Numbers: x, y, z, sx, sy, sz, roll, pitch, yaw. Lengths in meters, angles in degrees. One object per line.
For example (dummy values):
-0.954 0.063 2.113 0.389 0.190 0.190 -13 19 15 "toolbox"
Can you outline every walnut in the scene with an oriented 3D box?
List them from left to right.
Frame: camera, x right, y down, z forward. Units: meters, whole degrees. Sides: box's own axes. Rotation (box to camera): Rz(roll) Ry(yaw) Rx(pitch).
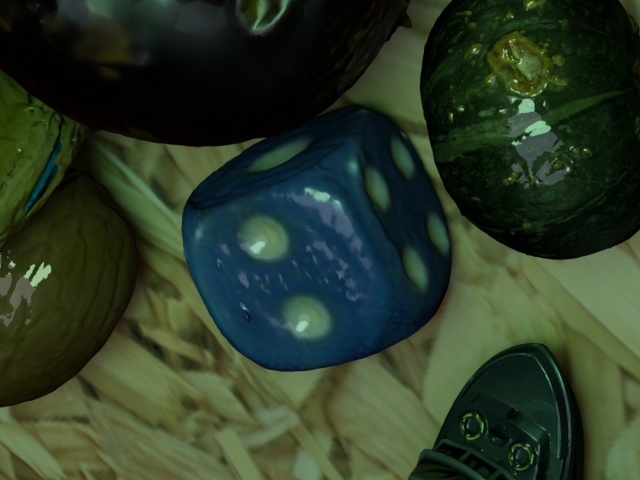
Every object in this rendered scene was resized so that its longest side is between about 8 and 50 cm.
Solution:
-0.229 0.030 1.143 0.167 0.167 0.207 39 110 0 "walnut"

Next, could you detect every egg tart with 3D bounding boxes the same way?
-0.287 -0.068 1.064 0.291 0.290 0.107 -17 139 25 "egg tart"

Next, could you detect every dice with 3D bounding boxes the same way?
0.000 0.000 1.059 0.143 0.146 0.146 -16 106 26 "dice"

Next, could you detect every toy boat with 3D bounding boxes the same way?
0.118 0.205 1.120 0.114 0.122 0.296 30 118 32 "toy boat"

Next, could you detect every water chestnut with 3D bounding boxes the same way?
-0.087 -0.212 0.896 0.335 0.347 0.335 3 104 12 "water chestnut"

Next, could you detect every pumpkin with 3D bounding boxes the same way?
0.142 -0.080 0.955 0.146 0.190 0.190 -37 97 25 "pumpkin"
